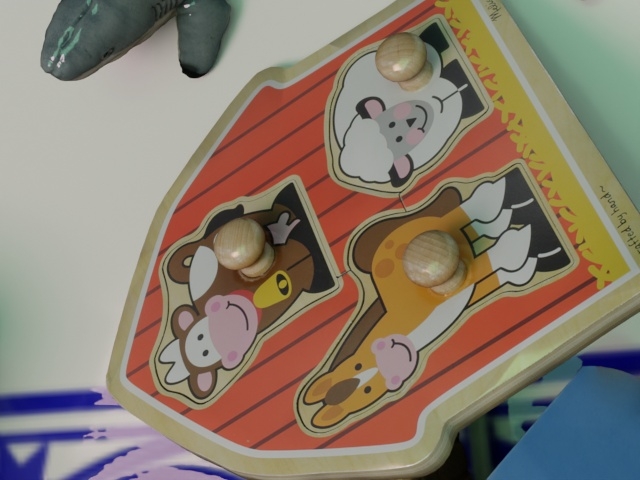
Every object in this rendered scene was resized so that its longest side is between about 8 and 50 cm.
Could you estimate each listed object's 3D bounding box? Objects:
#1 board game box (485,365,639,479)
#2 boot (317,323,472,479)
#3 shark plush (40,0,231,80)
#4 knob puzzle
[{"bbox_3d":[0.082,0.129,0.529,0.133,0.168,0.033,55,152,-18],"label":"board game box"},{"bbox_3d":[-0.038,0.156,0.579,0.203,0.095,0.262,-7,93,19],"label":"boot"},{"bbox_3d":[-0.045,-0.125,0.576,0.161,0.067,0.073,-44,80,14],"label":"shark plush"},{"bbox_3d":[0.000,0.000,0.535,0.213,0.030,0.213,-17,54,24],"label":"knob puzzle"}]
